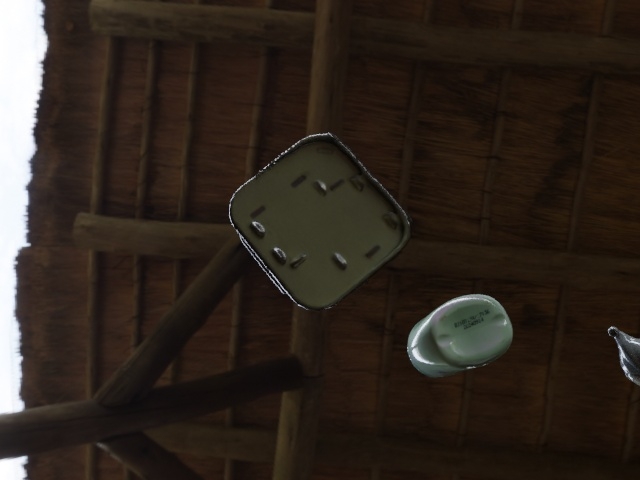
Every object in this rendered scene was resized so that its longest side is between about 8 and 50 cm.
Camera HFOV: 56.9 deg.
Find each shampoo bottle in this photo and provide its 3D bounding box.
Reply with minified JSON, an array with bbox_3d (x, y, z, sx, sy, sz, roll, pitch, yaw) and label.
[{"bbox_3d":[0.297,0.234,1.366,0.349,0.222,0.151,106,-38,-72],"label":"shampoo bottle"}]

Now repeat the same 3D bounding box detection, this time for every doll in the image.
[{"bbox_3d":[0.643,0.252,1.136,0.227,0.075,0.102,48,-51,8],"label":"doll"}]

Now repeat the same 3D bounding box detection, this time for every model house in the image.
[{"bbox_3d":[0.000,0.000,0.945,0.218,0.205,0.278,51,-8,11],"label":"model house"}]
